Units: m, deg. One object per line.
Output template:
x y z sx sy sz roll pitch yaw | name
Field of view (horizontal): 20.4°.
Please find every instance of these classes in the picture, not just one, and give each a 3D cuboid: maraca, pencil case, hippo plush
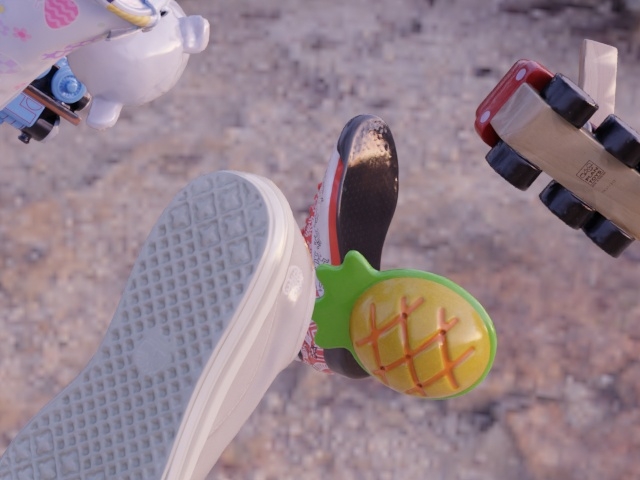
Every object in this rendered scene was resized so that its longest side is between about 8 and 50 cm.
0.074 0.080 1.661 0.185 0.127 0.099 23 23 6 | maraca
-0.255 -0.202 1.584 0.273 0.124 0.113 -22 38 37 | pencil case
-0.205 -0.252 1.714 0.236 0.234 0.294 42 1 1 | hippo plush

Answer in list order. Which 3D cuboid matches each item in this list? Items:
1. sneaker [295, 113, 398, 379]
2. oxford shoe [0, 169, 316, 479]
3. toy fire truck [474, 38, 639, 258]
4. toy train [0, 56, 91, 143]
-0.001 0.001 1.826 0.090 0.270 0.145 -6 12 -43 | sneaker
-0.139 0.153 1.448 0.169 0.449 0.130 33 3 30 | oxford shoe
0.272 -0.133 1.925 0.217 0.158 0.246 33 15 -25 | toy fire truck
-0.341 -0.179 1.965 0.184 0.105 0.080 34 3 -33 | toy train
